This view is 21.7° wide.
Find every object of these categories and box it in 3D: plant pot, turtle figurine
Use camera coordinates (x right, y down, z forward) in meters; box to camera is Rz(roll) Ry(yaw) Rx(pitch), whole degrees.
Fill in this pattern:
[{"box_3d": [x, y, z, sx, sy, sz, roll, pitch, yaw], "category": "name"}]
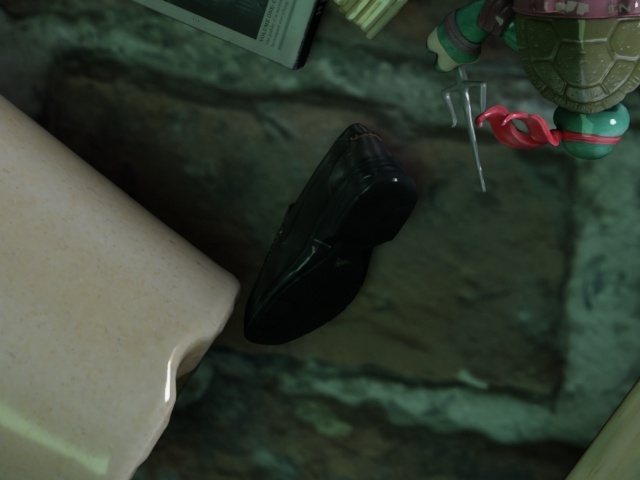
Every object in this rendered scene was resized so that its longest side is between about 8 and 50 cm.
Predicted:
[{"box_3d": [-0.232, 0.046, 1.037, 0.305, 0.334, 0.334, 31, 113, -2], "category": "plant pot"}, {"box_3d": [0.150, -0.133, 0.917, 0.175, 0.118, 0.234, 1, 105, -1], "category": "turtle figurine"}]

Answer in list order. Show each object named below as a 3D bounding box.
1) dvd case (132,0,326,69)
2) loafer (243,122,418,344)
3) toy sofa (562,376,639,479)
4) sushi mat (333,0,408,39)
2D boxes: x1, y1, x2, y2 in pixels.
[{"box_3d": [-0.090, -0.234, 1.042, 0.238, 0.029, 0.179, 24, 111, 12], "category": "dvd case"}, {"box_3d": [0.000, 0.000, 1.065, 0.170, 0.062, 0.061, -50, 45, 31], "category": "loafer"}, {"box_3d": [0.226, 0.115, 0.953, 0.177, 0.150, 0.363, 36, 114, 9], "category": "toy sofa"}, {"box_3d": [0.078, -0.278, 0.949, 0.151, 0.019, 0.316, 44, 107, 3], "category": "sushi mat"}]
